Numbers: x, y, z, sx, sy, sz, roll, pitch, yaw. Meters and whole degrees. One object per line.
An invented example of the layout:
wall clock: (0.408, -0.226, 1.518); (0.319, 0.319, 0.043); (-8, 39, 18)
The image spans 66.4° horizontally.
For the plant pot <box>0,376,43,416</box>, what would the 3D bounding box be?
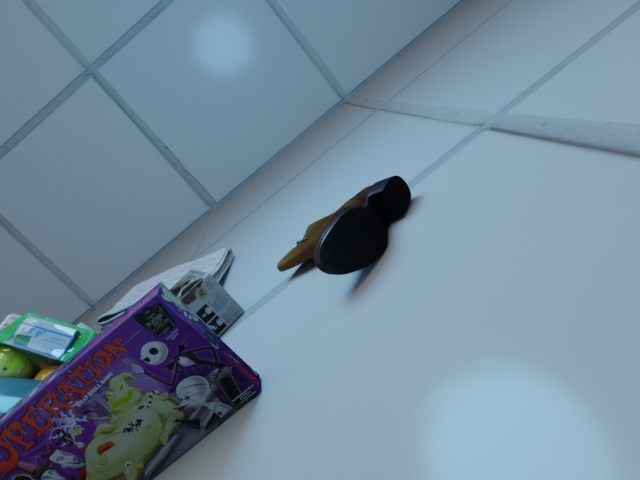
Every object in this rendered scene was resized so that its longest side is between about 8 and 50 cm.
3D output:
plant pot: (-0.591, 0.349, 0.822); (0.271, 0.255, 0.272); (-162, 90, -73)

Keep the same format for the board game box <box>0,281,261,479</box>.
board game box: (-0.280, 0.242, 0.678); (0.347, 0.208, 0.056); (-40, 16, 4)

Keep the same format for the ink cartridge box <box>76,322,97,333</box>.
ink cartridge box: (-0.775, 0.407, 1.418); (0.261, 0.066, 0.296); (-55, 0, -44)

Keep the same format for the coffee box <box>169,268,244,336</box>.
coffee box: (-0.324, 0.205, 1.023); (0.297, 0.119, 0.168); (-46, 19, -20)

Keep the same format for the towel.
towel: (-0.425, 0.129, 1.385); (0.332, 0.053, 0.317); (-21, 13, 5)

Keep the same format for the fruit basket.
fruit basket: (-0.670, 0.337, 1.099); (0.353, 0.327, 0.165); (-69, -7, -50)

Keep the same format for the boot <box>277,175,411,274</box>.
boot: (0.000, 0.000, 0.888); (0.280, 0.096, 0.264); (-24, 23, 46)
